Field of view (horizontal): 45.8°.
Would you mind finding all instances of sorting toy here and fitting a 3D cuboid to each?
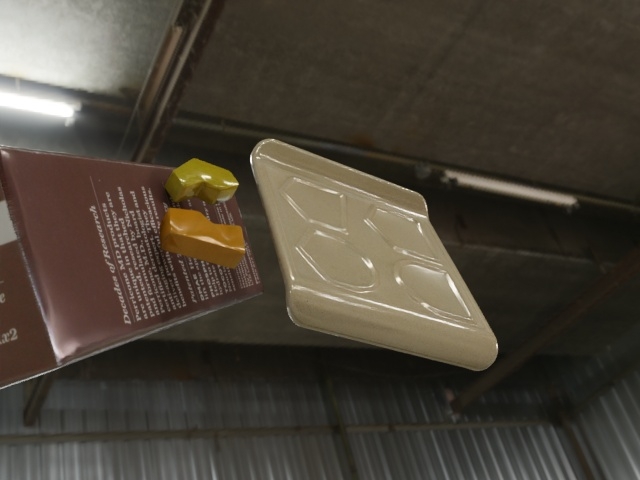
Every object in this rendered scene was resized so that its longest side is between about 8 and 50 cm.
[{"bbox_3d":[0.000,0.000,0.674,0.307,0.229,0.041,17,-55,-26],"label":"sorting toy"}]

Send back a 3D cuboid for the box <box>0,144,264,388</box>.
[{"bbox_3d":[-0.200,0.027,0.612,0.191,0.143,0.381,-18,-3,14],"label":"box"}]
